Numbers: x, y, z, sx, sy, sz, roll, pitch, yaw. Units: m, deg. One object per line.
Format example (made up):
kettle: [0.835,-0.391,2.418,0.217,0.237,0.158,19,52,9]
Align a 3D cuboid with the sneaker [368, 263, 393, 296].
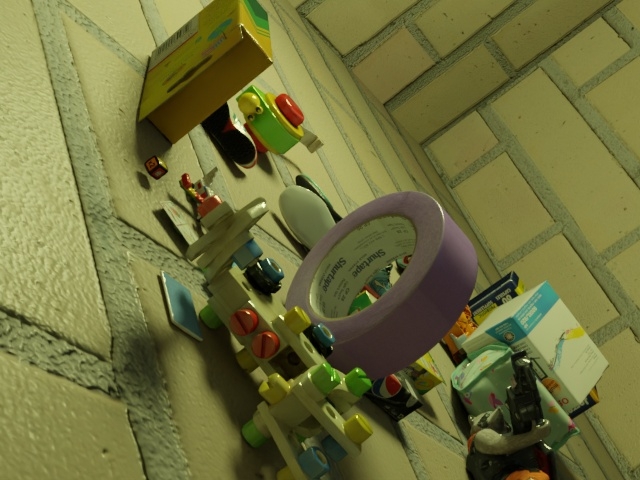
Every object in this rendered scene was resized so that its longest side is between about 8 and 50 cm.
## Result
sneaker: [0.118,0.079,1.917,0.162,0.073,0.063,47,14,-24]

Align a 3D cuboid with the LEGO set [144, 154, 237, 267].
LEGO set: [-0.137,-0.016,1.335,0.244,0.060,0.182,54,10,3]

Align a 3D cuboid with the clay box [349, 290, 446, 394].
clay box: [0.137,0.188,1.755,0.222,0.053,0.127,41,18,-48]

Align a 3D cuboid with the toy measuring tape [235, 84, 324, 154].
toy measuring tape: [-0.061,-0.204,1.942,0.121,0.121,0.330,60,15,26]

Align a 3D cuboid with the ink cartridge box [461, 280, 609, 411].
ink cartridge box: [0.460,0.246,2.130,0.233,0.171,0.168,52,46,1]

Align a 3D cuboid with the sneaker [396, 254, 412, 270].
sneaker: [0.231,0.066,2.314,0.125,0.104,0.262,23,18,-41]

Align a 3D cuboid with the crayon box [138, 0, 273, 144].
crayon box: [-0.175,-0.272,1.533,0.081,0.202,0.318,47,16,-24]

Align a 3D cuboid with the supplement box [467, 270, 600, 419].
supplement box: [0.493,0.279,2.430,0.357,0.194,0.195,54,13,3]

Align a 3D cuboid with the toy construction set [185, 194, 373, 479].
toy construction set: [-0.061,0.106,1.122,0.328,0.151,0.215,65,14,1]

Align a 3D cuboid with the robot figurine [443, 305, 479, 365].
robot figurine: [0.372,0.283,2.247,0.291,0.085,0.211,54,14,3]

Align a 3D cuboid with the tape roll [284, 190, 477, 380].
tape roll: [0.082,0.061,1.403,0.090,0.274,0.275,46,15,-30]

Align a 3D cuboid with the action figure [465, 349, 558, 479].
action figure: [0.309,0.366,1.652,0.330,0.178,0.341,-103,179,-70]

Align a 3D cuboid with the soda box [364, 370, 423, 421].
soda box: [0.087,0.209,1.529,0.169,0.053,0.060,43,17,-37]

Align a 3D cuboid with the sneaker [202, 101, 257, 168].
sneaker: [-0.160,-0.188,1.714,0.161,0.057,0.075,56,-3,14]

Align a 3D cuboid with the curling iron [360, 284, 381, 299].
curling iron: [0.117,0.110,1.869,0.274,0.068,0.035,54,2,-4]

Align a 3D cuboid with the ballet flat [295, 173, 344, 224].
ballet flat: [0.009,-0.033,1.816,0.203,0.074,0.074,47,12,8]

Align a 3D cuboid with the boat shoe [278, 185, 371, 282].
boat shoe: [0.000,0.000,1.744,0.219,0.078,0.070,50,-22,-6]

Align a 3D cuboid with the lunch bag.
lunch bag: [0.376,0.327,2.005,0.223,0.160,0.262,50,-3,2]

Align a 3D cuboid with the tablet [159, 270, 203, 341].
tablet: [-0.159,0.074,1.133,0.054,0.006,0.083,41,19,-43]
